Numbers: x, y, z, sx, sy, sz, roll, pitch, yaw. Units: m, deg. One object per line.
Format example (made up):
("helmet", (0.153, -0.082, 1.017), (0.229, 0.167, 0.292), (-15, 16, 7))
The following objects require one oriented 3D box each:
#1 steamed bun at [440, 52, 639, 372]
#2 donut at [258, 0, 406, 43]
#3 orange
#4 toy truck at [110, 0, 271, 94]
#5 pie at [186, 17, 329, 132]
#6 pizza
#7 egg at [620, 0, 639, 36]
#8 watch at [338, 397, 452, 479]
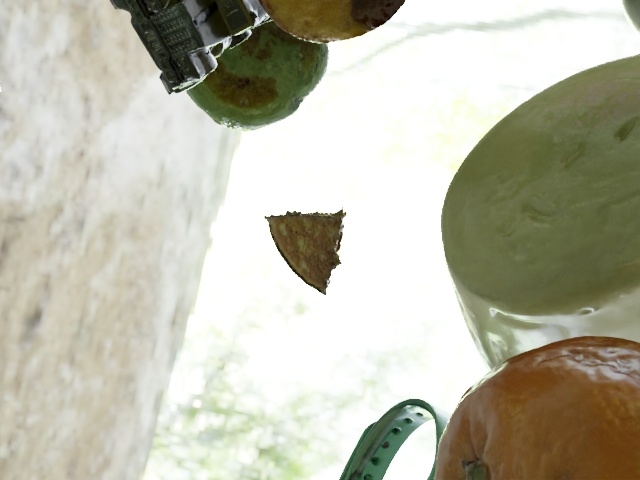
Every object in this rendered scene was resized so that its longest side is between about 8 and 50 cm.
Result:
("steamed bun", (0.354, -0.016, 1.418), (0.371, 0.456, 0.290), (62, -162, -54))
("donut", (0.008, -0.282, 1.347), (0.073, 0.166, 0.184), (-99, -16, -62))
("orange", (0.216, 0.205, 1.164), (0.261, 0.261, 0.261), (11, -90, -79))
("toy truck", (-0.102, -0.252, 1.460), (0.127, 0.127, 0.257), (63, -147, -19))
("pie", (-0.102, -0.268, 1.952), (0.054, 0.241, 0.240), (148, 135, -78))
("pizza", (-0.007, 0.011, 1.572), (0.029, 0.100, 0.099), (-34, -64, -57))
("egg", (0.405, -0.272, 1.504), (0.232, 0.176, 0.176), (-17, -58, -40))
("watch", (0.083, 0.295, 1.632), (0.237, 0.068, 0.195), (-61, 29, 2))
